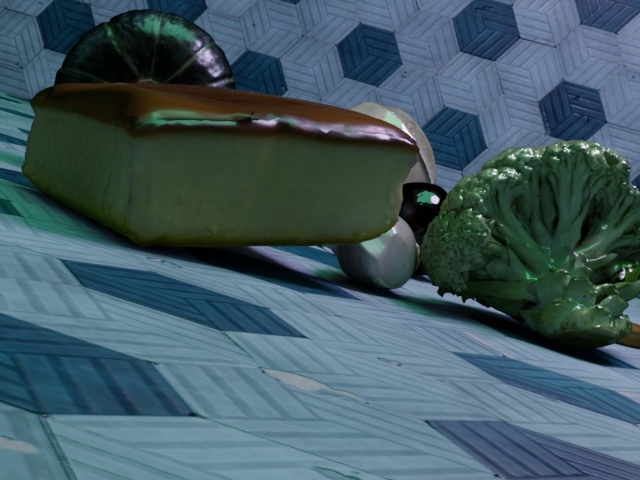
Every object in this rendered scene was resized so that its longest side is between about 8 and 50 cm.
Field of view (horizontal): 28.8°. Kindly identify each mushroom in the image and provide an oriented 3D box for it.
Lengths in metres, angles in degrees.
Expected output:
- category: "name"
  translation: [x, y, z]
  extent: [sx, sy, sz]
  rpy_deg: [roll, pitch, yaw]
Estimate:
- category: "mushroom"
  translation: [0.070, 0.009, 1.445]
  extent: [0.097, 0.088, 0.212]
  rpy_deg: [16, 3, 9]

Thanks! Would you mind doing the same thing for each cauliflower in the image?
- category: "cauliflower"
  translation: [0.265, 0.029, 1.421]
  extent: [0.272, 0.275, 0.250]
  rpy_deg: [64, 3, -54]

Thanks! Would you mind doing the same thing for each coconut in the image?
- category: "coconut"
  translation: [0.053, -0.095, 1.903]
  extent: [0.234, 0.224, 0.224]
  rpy_deg: [-26, 18, -13]

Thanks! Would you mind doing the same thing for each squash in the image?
- category: "squash"
  translation: [-0.237, -0.186, 1.689]
  extent: [0.252, 0.252, 0.165]
  rpy_deg: [16, -2, -7]

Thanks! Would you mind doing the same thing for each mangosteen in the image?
- category: "mangosteen"
  translation: [0.117, -0.010, 1.711]
  extent: [0.151, 0.137, 0.137]
  rpy_deg: [-16, 7, -2]

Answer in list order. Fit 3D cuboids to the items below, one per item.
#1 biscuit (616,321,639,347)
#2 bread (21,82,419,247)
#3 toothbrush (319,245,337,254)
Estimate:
- category: "biscuit"
  translation: [0.342, 0.099, 1.670]
  extent: [0.226, 0.036, 0.166]
  rpy_deg: [18, 3, 11]
- category: "bread"
  translation: [-0.117, -0.089, 1.334]
  extent: [0.324, 0.143, 0.333]
  rpy_deg: [0, 12, -33]
- category: "toothbrush"
  translation: [-0.002, 0.000, 1.756]
  extent: [0.017, 0.014, 0.194]
  rpy_deg: [14, 5, -25]
